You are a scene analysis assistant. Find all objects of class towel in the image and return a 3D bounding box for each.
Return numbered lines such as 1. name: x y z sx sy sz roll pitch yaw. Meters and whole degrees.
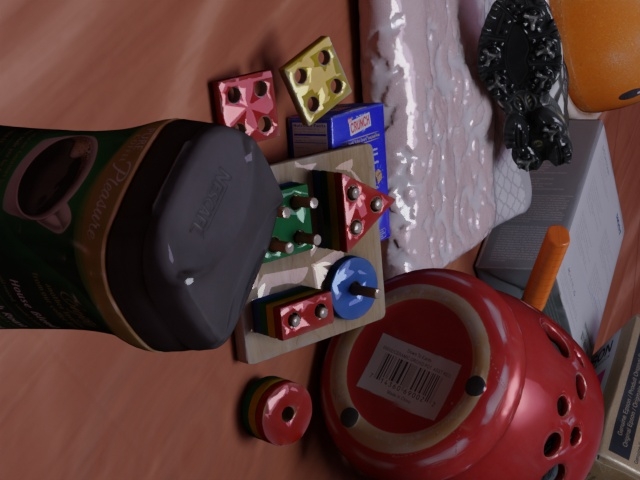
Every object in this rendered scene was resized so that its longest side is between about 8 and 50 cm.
1. towel: 0.118 -0.149 1.139 0.317 0.053 0.332 -25 114 -60

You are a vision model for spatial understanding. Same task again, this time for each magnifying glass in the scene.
1. magnifying glass: 0.206 0.080 1.253 0.092 0.026 0.231 -84 -177 -49

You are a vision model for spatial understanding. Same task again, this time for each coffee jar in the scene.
1. coffee jar: -0.112 -0.004 0.551 0.079 0.184 0.096 62 40 -45

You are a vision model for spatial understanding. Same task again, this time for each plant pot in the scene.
1. plant pot: 0.108 0.120 0.992 0.174 0.191 0.191 39 57 -52

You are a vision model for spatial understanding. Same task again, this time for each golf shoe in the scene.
1. golf shoe: 0.187 -0.159 1.154 0.094 0.077 0.198 -78 160 -44

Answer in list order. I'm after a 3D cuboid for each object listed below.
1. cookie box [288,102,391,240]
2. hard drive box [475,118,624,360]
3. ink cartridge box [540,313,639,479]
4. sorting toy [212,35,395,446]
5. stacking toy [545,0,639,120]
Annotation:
1. cookie box: 0.016 -0.047 0.956 0.092 0.040 0.107 -23 113 -59
2. hard drive box: 0.259 0.008 1.387 0.232 0.089 0.181 -63 145 -38
3. ink cartridge box: 0.297 0.221 1.353 0.193 0.088 0.235 -64 -178 -40
4. sorting toy: 0.000 0.000 0.874 0.132 0.046 0.275 -16 107 -39
5. stacking toy: 0.470 -0.299 1.347 0.350 0.479 0.351 -8 99 -62
